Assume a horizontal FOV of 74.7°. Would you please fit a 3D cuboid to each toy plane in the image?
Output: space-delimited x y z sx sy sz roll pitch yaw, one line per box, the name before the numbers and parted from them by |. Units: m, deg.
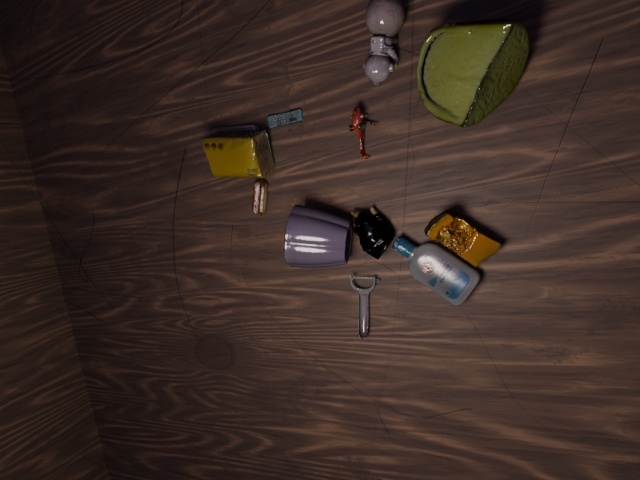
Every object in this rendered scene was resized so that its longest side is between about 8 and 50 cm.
toy plane | 0.148 -0.421 1.645 0.126 0.077 0.194 26 120 29

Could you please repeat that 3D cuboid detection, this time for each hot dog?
hot dog | -0.276 -0.197 1.914 0.071 0.045 0.165 15 107 25

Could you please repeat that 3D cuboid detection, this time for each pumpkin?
pumpkin | 0.508 -0.019 1.526 0.248 0.126 0.131 34 107 -4

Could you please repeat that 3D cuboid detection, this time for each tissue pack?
tissue pack | -0.359 -0.377 1.841 0.270 0.134 0.192 5 124 25

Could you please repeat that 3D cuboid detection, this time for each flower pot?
flower pot | 0.000 0.000 1.712 0.243 0.265 0.265 10 105 14

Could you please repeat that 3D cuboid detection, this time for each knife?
knife | 0.190 0.279 1.774 0.123 0.053 0.278 3 102 22

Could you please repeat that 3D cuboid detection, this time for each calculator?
calculator | -0.153 -0.525 1.803 0.172 0.018 0.057 -3 101 26

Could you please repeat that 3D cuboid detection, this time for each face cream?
face cream | 0.427 0.096 1.602 0.336 0.080 0.163 36 114 15

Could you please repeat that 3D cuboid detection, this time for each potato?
potato | 0.485 -0.570 1.392 0.280 0.212 0.330 40 126 34

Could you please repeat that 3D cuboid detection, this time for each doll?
doll | 0.220 -0.712 1.510 0.151 0.151 0.287 14 110 24

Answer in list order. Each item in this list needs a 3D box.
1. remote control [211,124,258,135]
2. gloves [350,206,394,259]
remote control | -0.392 -0.471 1.922 0.250 0.034 0.103 2 102 26
gloves | 0.194 -0.044 1.679 0.203 0.124 0.164 37 96 7
